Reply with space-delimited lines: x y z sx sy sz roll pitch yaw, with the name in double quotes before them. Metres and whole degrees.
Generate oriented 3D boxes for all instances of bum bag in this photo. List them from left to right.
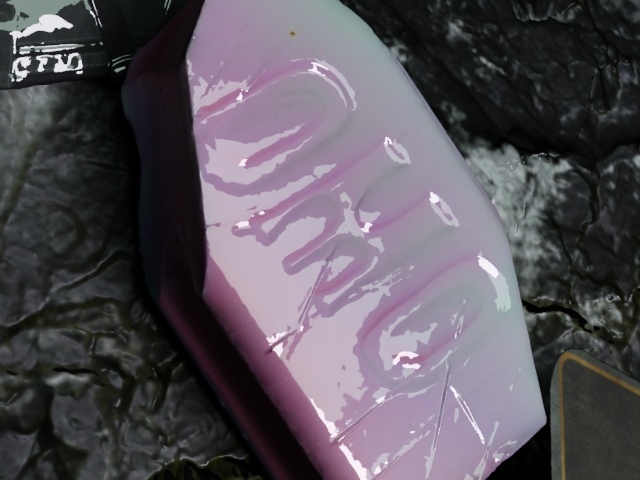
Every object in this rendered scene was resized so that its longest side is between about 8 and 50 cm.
"bum bag" -0.131 -0.143 0.731 0.198 0.049 0.087 -10 99 -33

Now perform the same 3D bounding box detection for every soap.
"soap" 0.000 0.000 0.681 0.193 0.109 0.323 -34 92 -28

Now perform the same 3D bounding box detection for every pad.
"pad" 0.274 0.254 0.713 0.375 0.063 0.314 27 57 -38
